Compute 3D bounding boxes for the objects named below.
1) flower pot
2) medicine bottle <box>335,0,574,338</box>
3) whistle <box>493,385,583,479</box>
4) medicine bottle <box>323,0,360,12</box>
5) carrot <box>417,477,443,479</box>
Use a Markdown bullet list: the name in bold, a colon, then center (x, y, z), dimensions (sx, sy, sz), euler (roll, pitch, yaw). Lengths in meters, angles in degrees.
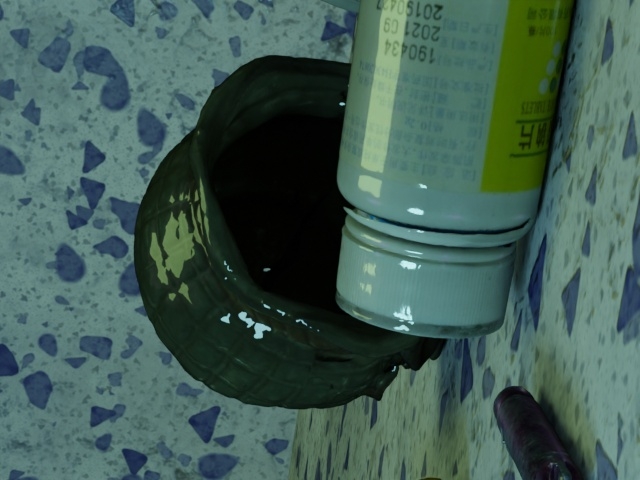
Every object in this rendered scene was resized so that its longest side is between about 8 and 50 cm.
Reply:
- **flower pot**: center (0.000, 0.000, 1.400), dimensions (0.213, 0.301, 0.302), euler (131, 148, -59)
- **medicine bottle**: center (0.085, -0.073, 1.112), dimensions (0.143, 0.143, 0.258), euler (-98, 17, -74)
- **whistle**: center (0.128, 0.125, 0.968), dimensions (0.176, 0.033, 0.033), euler (-100, 17, -78)
- **medicine bottle**: center (0.079, -0.267, 1.292), dimensions (0.296, 0.161, 0.111), euler (151, 126, -69)
- **carrot**: center (0.070, 0.241, 1.359), dimensions (0.260, 0.070, 0.070), euler (113, 163, -71)
